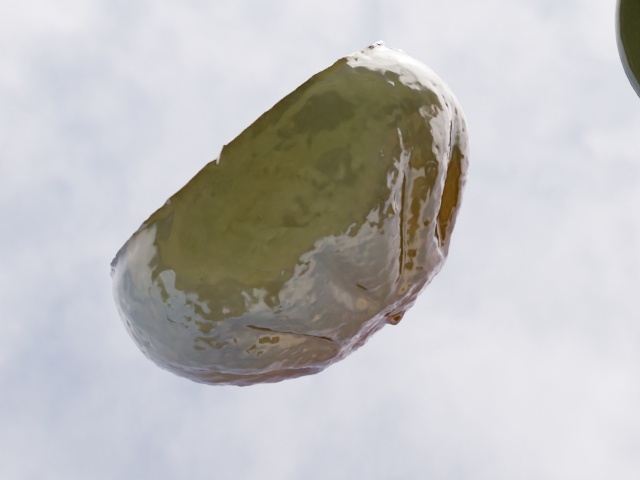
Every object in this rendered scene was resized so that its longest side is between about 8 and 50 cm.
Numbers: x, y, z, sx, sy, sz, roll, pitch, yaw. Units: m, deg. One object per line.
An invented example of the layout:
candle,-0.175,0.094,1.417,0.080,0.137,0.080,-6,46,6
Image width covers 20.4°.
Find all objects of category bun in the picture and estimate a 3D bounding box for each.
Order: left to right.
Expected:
bun,0.000,0.000,1.285,0.299,0.299,0.165,-40,-93,-14

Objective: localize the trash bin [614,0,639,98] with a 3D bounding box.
trash bin,0.246,-0.144,0.809,0.121,0.247,0.243,12,-89,32
